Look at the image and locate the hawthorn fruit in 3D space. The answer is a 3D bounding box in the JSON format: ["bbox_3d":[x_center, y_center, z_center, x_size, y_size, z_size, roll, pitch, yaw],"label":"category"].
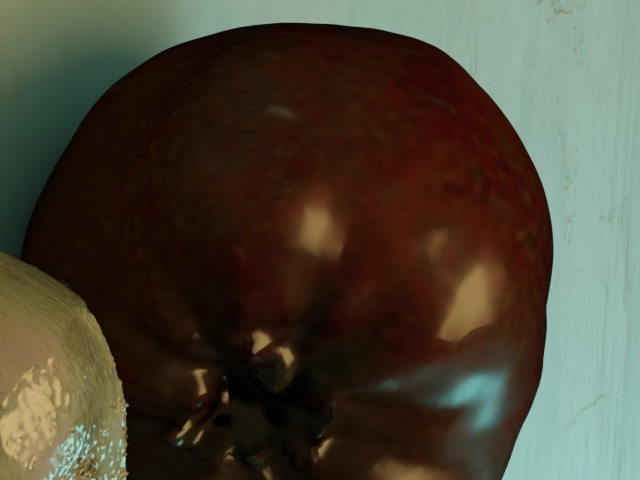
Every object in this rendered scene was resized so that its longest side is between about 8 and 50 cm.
[{"bbox_3d":[0.000,0.000,0.719,0.248,0.208,0.208,-66,152,-54],"label":"hawthorn fruit"}]

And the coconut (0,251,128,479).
[{"bbox_3d":[-0.117,0.052,0.593,0.110,0.110,0.124,-40,138,-54],"label":"coconut"}]
